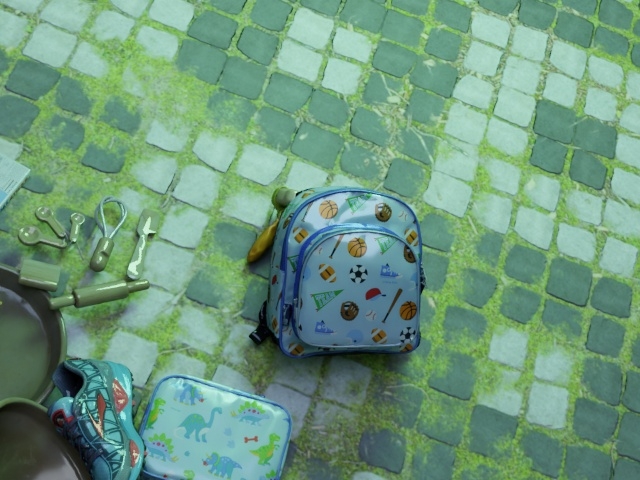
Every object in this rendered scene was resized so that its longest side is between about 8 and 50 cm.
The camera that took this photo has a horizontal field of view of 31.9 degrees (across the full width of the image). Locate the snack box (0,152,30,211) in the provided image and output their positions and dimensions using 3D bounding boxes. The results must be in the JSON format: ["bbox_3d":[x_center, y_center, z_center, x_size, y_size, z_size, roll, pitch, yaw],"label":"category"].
[{"bbox_3d":[-0.536,-0.061,1.771,0.064,0.022,0.178,30,58,1],"label":"snack box"}]

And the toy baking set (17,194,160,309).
[{"bbox_3d":[-0.353,0.013,1.749,0.256,0.030,0.197,-8,60,-29],"label":"toy baking set"}]

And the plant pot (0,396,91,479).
[{"bbox_3d":[-0.402,0.339,1.506,0.109,0.237,0.237,-35,70,14],"label":"plant pot"}]

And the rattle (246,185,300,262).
[{"bbox_3d":[0.000,0.000,1.855,0.199,0.130,0.143,28,64,-27],"label":"rattle"}]

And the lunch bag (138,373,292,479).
[{"bbox_3d":[-0.157,0.297,1.636,0.219,0.090,0.176,17,60,-6],"label":"lunch bag"}]

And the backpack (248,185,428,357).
[{"bbox_3d":[0.040,0.046,1.723,0.276,0.213,0.263,0,90,-16],"label":"backpack"}]

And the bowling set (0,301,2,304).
[{"bbox_3d":[-0.588,0.053,1.553,0.287,0.200,0.154,13,58,-12],"label":"bowling set"}]

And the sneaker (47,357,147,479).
[{"bbox_3d":[-0.326,0.270,1.558,0.125,0.104,0.262,21,29,-32],"label":"sneaker"}]

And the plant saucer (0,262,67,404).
[{"bbox_3d":[-0.515,0.158,1.645,0.277,0.041,0.278,7,60,-12],"label":"plant saucer"}]
